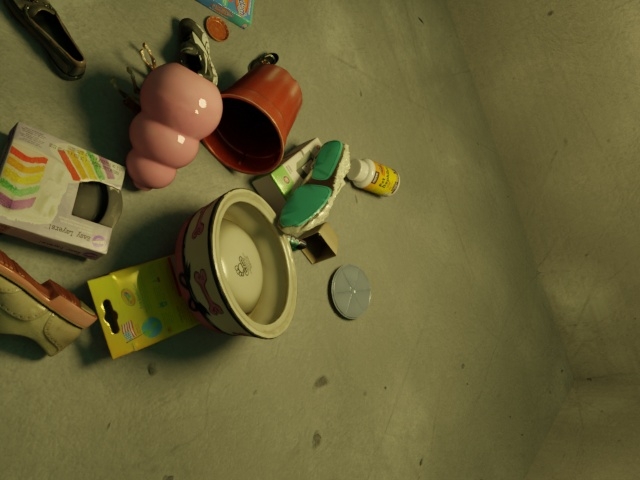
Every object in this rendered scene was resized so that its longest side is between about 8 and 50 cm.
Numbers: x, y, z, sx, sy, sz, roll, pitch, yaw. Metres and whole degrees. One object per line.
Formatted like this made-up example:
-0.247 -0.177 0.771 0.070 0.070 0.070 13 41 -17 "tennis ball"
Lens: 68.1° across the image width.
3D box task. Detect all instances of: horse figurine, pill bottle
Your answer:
-0.467 -0.422 1.309 0.174 0.066 0.263 56 39 -40 "horse figurine"
0.205 -0.250 1.860 0.215 0.117 0.117 13 72 -40 "pill bottle"

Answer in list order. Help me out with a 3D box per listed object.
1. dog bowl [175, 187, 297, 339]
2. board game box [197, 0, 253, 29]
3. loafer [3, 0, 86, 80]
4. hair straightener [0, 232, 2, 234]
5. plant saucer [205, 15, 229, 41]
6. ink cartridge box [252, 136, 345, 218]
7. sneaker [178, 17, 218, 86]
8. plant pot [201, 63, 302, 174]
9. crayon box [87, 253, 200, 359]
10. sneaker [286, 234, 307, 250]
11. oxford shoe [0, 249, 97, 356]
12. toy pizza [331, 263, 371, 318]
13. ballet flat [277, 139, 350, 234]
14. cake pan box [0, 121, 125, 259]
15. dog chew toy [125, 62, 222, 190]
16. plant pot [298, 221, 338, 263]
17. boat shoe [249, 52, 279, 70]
-0.223 0.072 1.277 0.408 0.150 0.407 47 36 -50 "dog bowl"
-0.318 -0.822 1.559 0.210 0.047 0.160 16 70 -40 "board game box"
-0.662 -0.527 1.151 0.096 0.084 0.267 -47 112 -38 "loafer"
-0.744 0.035 0.969 0.089 0.047 0.230 56 44 -18 "hair straightener"
-0.335 -0.684 1.535 0.084 0.013 0.083 12 73 -41 "plant saucer"
-0.067 -0.194 1.600 0.273 0.115 0.198 -47 112 -38 "ink cartridge box"
-0.376 -0.560 1.396 0.234 0.078 0.106 71 17 5 "sneaker"
-0.192 -0.388 1.449 0.272 0.272 0.265 47 44 -25 "plant pot"
-0.422 0.150 1.219 0.319 0.081 0.202 -18 94 -44 "crayon box"
-0.134 -0.032 1.527 0.224 0.083 0.098 16 65 -39 "sneaker"
-0.658 0.108 0.955 0.146 0.140 0.397 -52 124 -12 "oxford shoe"
0.109 0.186 1.732 0.201 0.032 0.201 10 75 -40 "toy pizza"
0.005 -0.147 1.493 0.147 0.147 0.408 46 54 -26 "ballet flat"
-0.601 -0.105 1.097 0.267 0.070 0.245 26 59 -42 "cake pan box"
-0.395 -0.282 1.230 0.207 0.206 0.331 22 103 -38 "dog chew toy"
0.000 0.000 1.630 0.109 0.109 0.096 53 38 -20 "plant pot"
-0.194 -0.611 1.630 0.133 0.042 0.049 -47 114 -37 "boat shoe"
